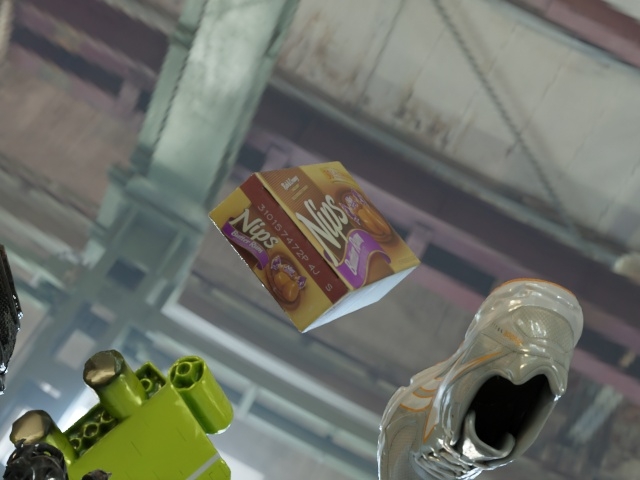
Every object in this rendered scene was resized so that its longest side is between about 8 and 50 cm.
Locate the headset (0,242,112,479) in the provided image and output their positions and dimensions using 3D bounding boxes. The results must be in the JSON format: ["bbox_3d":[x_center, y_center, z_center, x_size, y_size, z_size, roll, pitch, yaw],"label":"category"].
[{"bbox_3d":[-0.274,0.060,0.887,0.394,0.243,0.185,39,-26,22],"label":"headset"}]

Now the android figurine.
[{"bbox_3d":[-0.183,0.223,1.446,0.056,0.248,0.273,37,-17,41],"label":"android figurine"}]

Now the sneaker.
[{"bbox_3d":[0.117,0.151,1.240,0.099,0.121,0.262,25,-55,-7],"label":"sneaker"}]

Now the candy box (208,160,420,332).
[{"bbox_3d":[0.000,0.000,1.133,0.053,0.186,0.109,-41,-99,17],"label":"candy box"}]
